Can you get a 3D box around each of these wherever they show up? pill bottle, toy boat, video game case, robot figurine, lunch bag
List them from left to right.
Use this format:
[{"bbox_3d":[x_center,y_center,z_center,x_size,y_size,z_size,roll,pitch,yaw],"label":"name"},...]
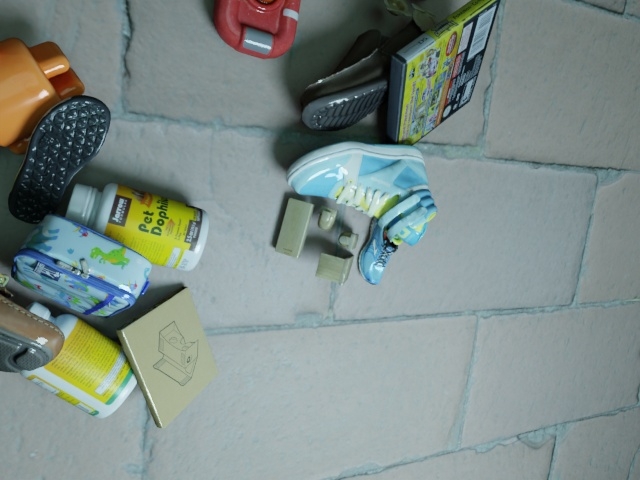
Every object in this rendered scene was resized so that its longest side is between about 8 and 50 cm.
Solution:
[{"bbox_3d":[-0.467,-0.209,0.657,0.219,0.158,0.128,-34,96,-15],"label":"robot figurine"},{"bbox_3d":[-0.421,0.199,0.764,0.208,0.117,0.117,45,81,-25],"label":"pill bottle"},{"bbox_3d":[-0.369,0.050,0.700,0.176,0.219,0.090,33,59,-27],"label":"lunch bag"},{"bbox_3d":[-0.309,-0.025,0.770,0.215,0.117,0.117,16,93,-26],"label":"pill bottle"},{"bbox_3d":[-0.089,-0.437,0.766,0.151,0.151,0.231,5,100,-28],"label":"toy boat"},{"bbox_3d":[0.233,-0.318,0.908,0.248,0.035,0.275,-39,157,-13],"label":"video game case"}]

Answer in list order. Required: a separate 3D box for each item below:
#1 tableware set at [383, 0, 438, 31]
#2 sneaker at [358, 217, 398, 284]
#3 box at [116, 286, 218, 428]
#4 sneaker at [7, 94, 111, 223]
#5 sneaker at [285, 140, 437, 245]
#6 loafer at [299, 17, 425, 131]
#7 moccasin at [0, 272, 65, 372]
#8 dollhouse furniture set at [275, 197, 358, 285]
[{"bbox_3d":[0.175,-0.485,0.908,0.141,0.020,0.168,5,63,-23],"label":"tableware set"},{"bbox_3d":[0.134,0.021,1.004,0.063,0.073,0.162,9,96,-26],"label":"sneaker"},{"bbox_3d":[-0.271,0.209,0.835,0.164,0.021,0.201,-40,120,-55],"label":"box"},{"bbox_3d":[-0.410,-0.133,0.698,0.084,0.097,0.234,33,105,-37],"label":"sneaker"},{"bbox_3d":[0.101,-0.080,0.892,0.319,0.127,0.208,-8,69,-24],"label":"sneaker"},{"bbox_3d":[0.094,-0.336,0.904,0.366,0.134,0.130,-32,85,-25],"label":"loafer"},{"bbox_3d":[-0.529,0.056,0.632,0.380,0.147,0.139,25,128,2],"label":"moccasin"},{"bbox_3d":[0.000,0.000,0.966,0.151,0.123,0.144,16,94,9],"label":"dollhouse furniture set"}]
